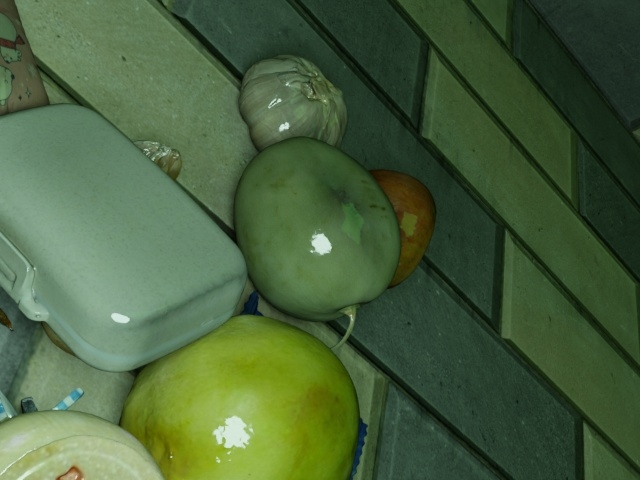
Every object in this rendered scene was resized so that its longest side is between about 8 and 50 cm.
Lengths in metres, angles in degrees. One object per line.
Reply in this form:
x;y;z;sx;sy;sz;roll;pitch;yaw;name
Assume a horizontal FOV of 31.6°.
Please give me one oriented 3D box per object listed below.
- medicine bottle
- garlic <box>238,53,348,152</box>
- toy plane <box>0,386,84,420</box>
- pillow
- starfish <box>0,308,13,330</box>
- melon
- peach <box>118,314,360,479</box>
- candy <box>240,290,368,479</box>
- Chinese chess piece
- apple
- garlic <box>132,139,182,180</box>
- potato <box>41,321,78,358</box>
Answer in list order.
-0.279;-0.016;1.382;0.375;0.123;0.282;44;41;19;medicine bottle
-0.042;-0.226;1.972;0.228;0.152;0.228;41;36;-39;garlic
-0.383;0.184;1.287;0.182;0.107;0.273;-40;91;-21;toy plane
-0.455;-0.236;1.463;0.236;0.084;0.223;-5;71;-59;pillow
-0.410;0.082;1.347;0.133;0.041;0.130;28;48;-42;starfish
-0.008;-0.013;1.782;0.308;0.272;0.272;44;32;8;melon
-0.099;0.250;1.451;0.316;0.281;0.314;16;61;-40;peach
-0.038;0.249;1.728;0.331;0.077;0.187;47;43;-23;candy
-0.286;0.314;1.201;0.270;0.112;0.270;-4;97;-38;Chinese chess piece
0.103;-0.025;1.989;0.173;0.210;0.235;31;7;-6;apple
-0.258;-0.109;1.660;0.074;0.094;0.113;35;23;35;garlic
-0.308;0.078;1.438;0.112;0.112;0.147;23;42;-46;potato
